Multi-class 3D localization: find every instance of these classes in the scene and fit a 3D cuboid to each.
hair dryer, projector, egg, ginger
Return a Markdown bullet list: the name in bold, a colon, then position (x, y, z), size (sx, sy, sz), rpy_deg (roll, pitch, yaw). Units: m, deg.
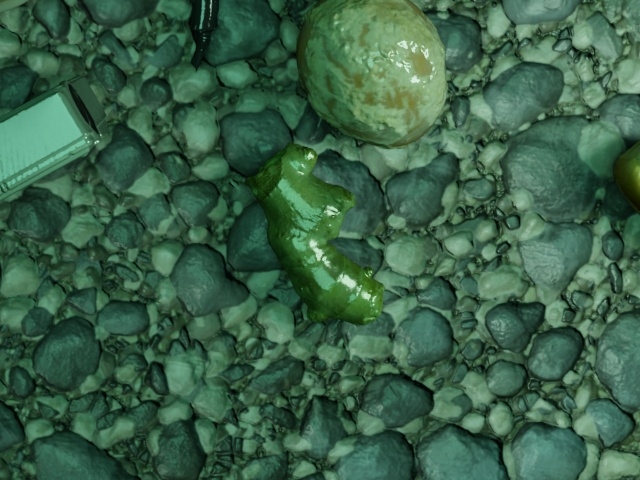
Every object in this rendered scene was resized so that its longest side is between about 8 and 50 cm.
- **hair dryer**: position (-0.198, -0.360, 1.812), size (0.236, 0.091, 0.271), rpy_deg (-16, 110, -21)
- **projector**: position (-0.386, -0.134, 1.759), size (0.192, 0.256, 0.099), rpy_deg (-30, 101, 1)
- **egg**: position (0.073, -0.239, 1.803), size (0.203, 0.203, 0.245), rpy_deg (-33, 110, 2)
- **ginger**: position (-0.003, -0.004, 1.894), size (0.137, 0.089, 0.289), rpy_deg (-22, 97, -19)

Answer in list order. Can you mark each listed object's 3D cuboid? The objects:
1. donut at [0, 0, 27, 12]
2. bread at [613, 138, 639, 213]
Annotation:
- **donut**: position (-0.493, -0.481, 1.754), size (0.383, 0.142, 0.382), rpy_deg (-1, 101, -4)
- **bread**: position (0.528, -0.050, 1.890), size (0.236, 0.140, 0.106), rpy_deg (40, 92, -9)
